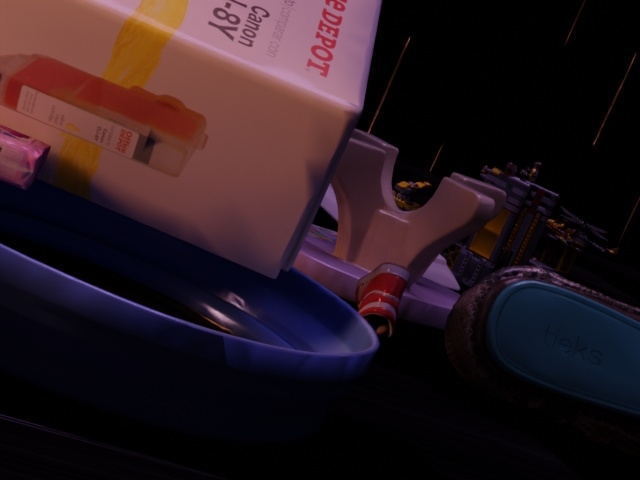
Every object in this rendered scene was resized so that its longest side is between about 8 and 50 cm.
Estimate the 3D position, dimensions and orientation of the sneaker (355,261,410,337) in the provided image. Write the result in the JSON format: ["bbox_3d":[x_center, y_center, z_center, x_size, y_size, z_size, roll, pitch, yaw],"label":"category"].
[{"bbox_3d":[0.053,0.069,1.526,0.042,0.067,0.118,21,-22,-5],"label":"sneaker"}]

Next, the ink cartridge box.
[{"bbox_3d":[-0.155,-0.170,1.159,0.385,0.160,0.279,23,32,-7],"label":"ink cartridge box"}]

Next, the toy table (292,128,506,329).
[{"bbox_3d":[0.083,-0.014,1.698,0.274,0.161,0.252,13,13,-48],"label":"toy table"}]

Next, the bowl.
[{"bbox_3d":[-0.152,0.026,1.056,0.391,0.077,0.391,23,8,-4],"label":"bowl"}]

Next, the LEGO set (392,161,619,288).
[{"bbox_3d":[0.252,-0.038,2.216,0.331,0.192,0.255,16,11,-45],"label":"LEGO set"}]

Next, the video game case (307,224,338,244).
[{"bbox_3d":[0.000,0.000,1.880,0.166,0.015,0.119,17,10,-40],"label":"video game case"}]

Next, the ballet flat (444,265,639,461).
[{"bbox_3d":[0.339,0.153,1.445,0.483,0.164,0.182,22,-12,-4],"label":"ballet flat"}]

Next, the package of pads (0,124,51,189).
[{"bbox_3d":[-0.227,-0.065,1.038,0.083,0.032,0.050,23,11,-5],"label":"package of pads"}]

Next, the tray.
[{"bbox_3d":[0.069,-0.027,2.042,0.145,0.030,0.270,17,20,-48],"label":"tray"}]
